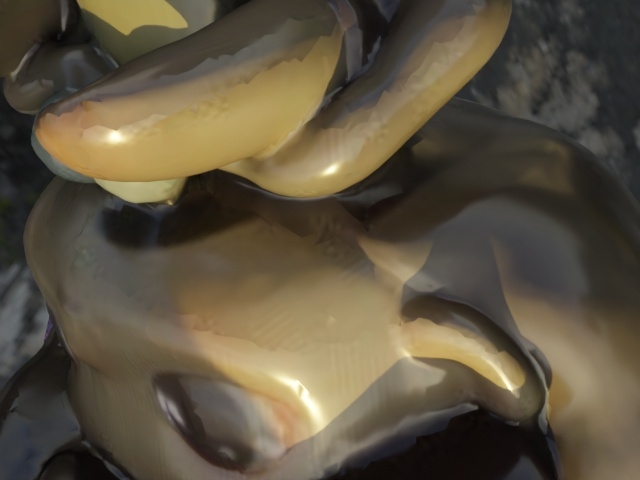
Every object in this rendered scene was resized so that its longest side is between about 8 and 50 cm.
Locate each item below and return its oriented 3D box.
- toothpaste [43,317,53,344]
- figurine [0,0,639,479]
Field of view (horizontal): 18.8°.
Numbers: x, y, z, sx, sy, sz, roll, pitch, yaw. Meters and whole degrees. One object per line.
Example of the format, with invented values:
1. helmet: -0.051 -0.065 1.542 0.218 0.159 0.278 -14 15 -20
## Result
1. toothpaste: -0.226 0.218 1.714 0.076 0.066 0.320 15 103 10
2. figurine: 0.000 -0.001 0.489 0.203 0.381 0.248 -26 30 -31
